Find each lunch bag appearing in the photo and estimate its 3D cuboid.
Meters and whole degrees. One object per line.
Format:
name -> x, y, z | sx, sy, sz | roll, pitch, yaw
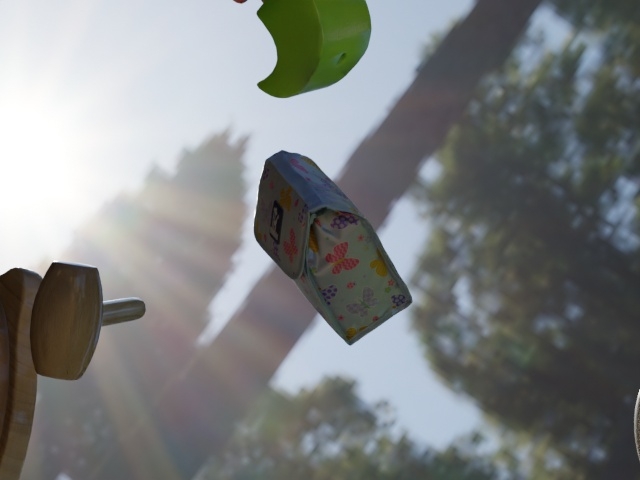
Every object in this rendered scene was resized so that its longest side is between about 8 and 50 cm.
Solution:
lunch bag -> 0.000, 0.000, 0.990 | 0.071, 0.053, 0.083 | 49, -11, 54

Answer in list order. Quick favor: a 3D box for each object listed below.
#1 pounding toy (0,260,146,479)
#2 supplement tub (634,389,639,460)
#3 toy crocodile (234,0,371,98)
pounding toy -> -0.191, 0.092, 1.127 | 0.155, 0.154, 0.269 | 15, -9, -26
supplement tub -> 0.395, 0.075, 1.428 | 0.241, 0.331, 0.241 | 19, -48, 22
toy crocodile -> -0.086, -0.243, 1.260 | 0.340, 0.115, 0.105 | 49, -55, -2
